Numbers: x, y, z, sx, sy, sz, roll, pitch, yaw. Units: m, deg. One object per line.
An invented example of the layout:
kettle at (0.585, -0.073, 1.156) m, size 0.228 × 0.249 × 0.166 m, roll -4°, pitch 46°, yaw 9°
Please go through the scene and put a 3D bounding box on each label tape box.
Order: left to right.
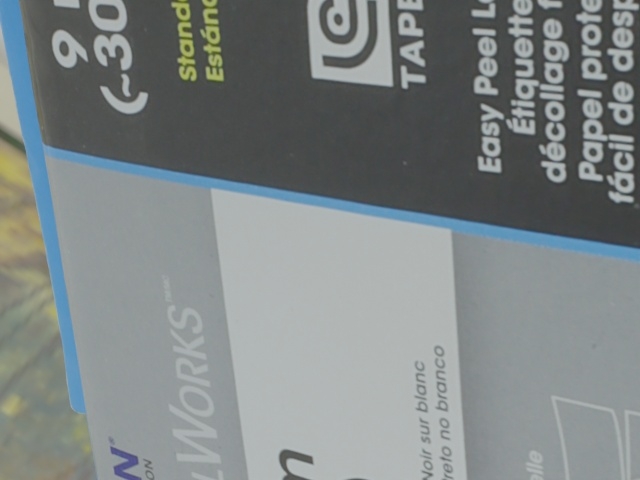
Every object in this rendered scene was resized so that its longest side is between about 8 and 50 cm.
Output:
label tape box at (0.000, 0.000, 0.455) m, size 0.348 × 0.249 × 0.115 m, roll 10°, pitch -154°, yaw 34°
